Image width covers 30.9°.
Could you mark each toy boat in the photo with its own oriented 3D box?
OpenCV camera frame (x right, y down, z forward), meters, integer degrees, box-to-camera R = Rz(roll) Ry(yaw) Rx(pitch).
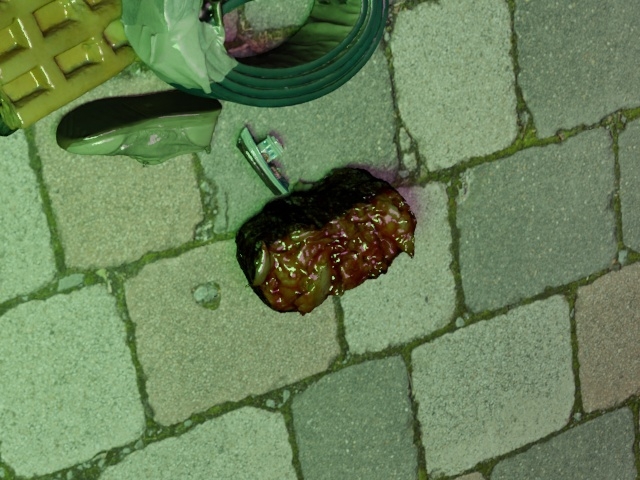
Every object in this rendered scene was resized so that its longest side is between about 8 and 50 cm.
[{"bbox_3d":[-0.090,-0.142,1.999,0.066,0.059,0.140,-35,115,5],"label":"toy boat"}]

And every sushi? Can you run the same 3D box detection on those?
[{"bbox_3d":[0.000,0.000,2.024,0.343,0.182,0.196,-29,110,-20],"label":"sushi"}]

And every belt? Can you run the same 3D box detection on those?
[{"bbox_3d":[-0.095,-0.366,1.832,0.436,0.173,0.300,-13,108,-32],"label":"belt"}]

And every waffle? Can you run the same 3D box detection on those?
[{"bbox_3d":[-0.401,-0.377,1.720,0.304,0.077,0.348,-38,123,-31],"label":"waffle"}]

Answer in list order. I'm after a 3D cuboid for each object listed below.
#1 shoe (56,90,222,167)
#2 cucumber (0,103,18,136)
[{"bbox_3d":[-0.291,-0.171,1.869,0.275,0.103,0.098,-9,123,-22],"label":"shoe"},{"bbox_3d":[-0.472,-0.201,1.793,0.048,0.048,0.105,40,86,-31],"label":"cucumber"}]
